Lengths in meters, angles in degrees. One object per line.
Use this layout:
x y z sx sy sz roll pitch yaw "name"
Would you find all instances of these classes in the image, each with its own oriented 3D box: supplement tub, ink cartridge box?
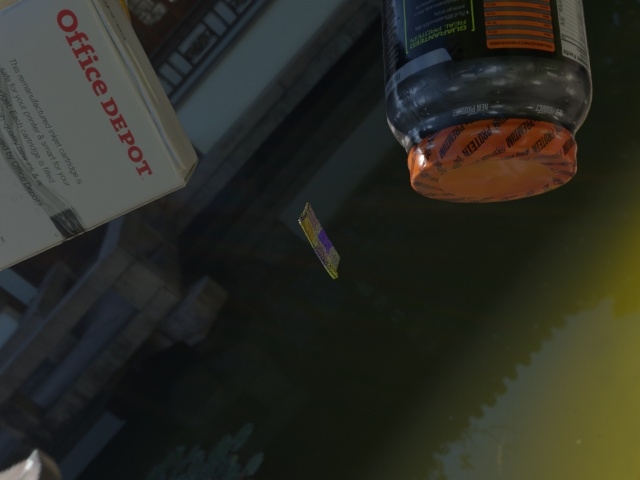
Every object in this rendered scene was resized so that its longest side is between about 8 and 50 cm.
0.166 -0.222 0.835 0.207 0.207 0.338 -22 65 55 "supplement tub"
-0.153 -0.053 0.408 0.150 0.109 0.063 -24 15 6 "ink cartridge box"

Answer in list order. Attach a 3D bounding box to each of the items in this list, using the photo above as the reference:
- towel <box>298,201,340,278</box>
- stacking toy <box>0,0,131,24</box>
0.000 0.000 0.915 0.009 0.083 0.060 -26 14 14 "towel"
-0.351 -0.263 1.000 0.350 0.350 0.480 -41 22 24 "stacking toy"
